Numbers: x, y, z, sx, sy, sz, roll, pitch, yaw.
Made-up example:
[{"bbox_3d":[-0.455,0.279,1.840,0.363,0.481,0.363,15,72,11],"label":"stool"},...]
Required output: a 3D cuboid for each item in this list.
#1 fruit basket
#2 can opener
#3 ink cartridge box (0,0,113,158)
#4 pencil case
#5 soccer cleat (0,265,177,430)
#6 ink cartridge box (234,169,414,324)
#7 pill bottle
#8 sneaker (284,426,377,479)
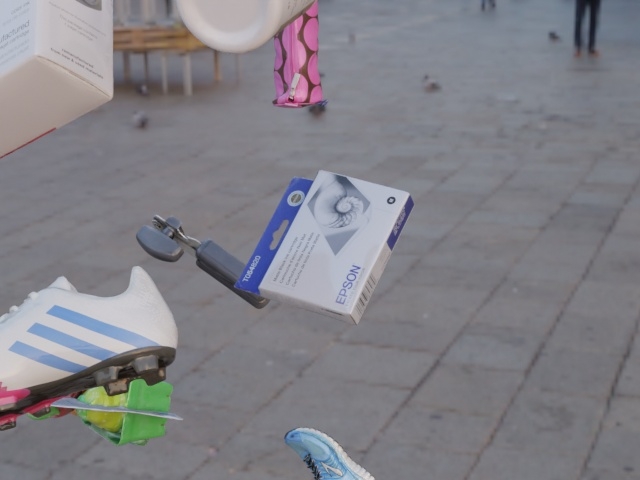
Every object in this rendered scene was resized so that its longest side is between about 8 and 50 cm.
[{"bbox_3d":[-0.496,0.322,2.242,0.353,0.166,0.327,4,2,-31],"label":"fruit basket"},{"bbox_3d":[-0.227,0.050,2.147,0.283,0.076,0.095,35,67,13],"label":"can opener"},{"bbox_3d":[-0.381,-0.289,1.416,0.226,0.306,0.131,-23,-30,31],"label":"ink cartridge box"},{"bbox_3d":[-0.040,-0.313,1.747,0.095,0.209,0.098,-1,12,19],"label":"pencil case"},{"bbox_3d":[-0.327,0.123,1.253,0.331,0.143,0.116,-14,-22,-7],"label":"soccer cleat"},{"bbox_3d":[0.000,0.000,1.696,0.223,0.045,0.223,14,65,28],"label":"ink cartridge box"},{"bbox_3d":[-0.066,-0.314,1.313,0.131,0.131,0.229,5,28,21],"label":"pill bottle"},{"bbox_3d":[0.009,0.337,1.626,0.162,0.063,0.073,39,61,8],"label":"sneaker"}]
